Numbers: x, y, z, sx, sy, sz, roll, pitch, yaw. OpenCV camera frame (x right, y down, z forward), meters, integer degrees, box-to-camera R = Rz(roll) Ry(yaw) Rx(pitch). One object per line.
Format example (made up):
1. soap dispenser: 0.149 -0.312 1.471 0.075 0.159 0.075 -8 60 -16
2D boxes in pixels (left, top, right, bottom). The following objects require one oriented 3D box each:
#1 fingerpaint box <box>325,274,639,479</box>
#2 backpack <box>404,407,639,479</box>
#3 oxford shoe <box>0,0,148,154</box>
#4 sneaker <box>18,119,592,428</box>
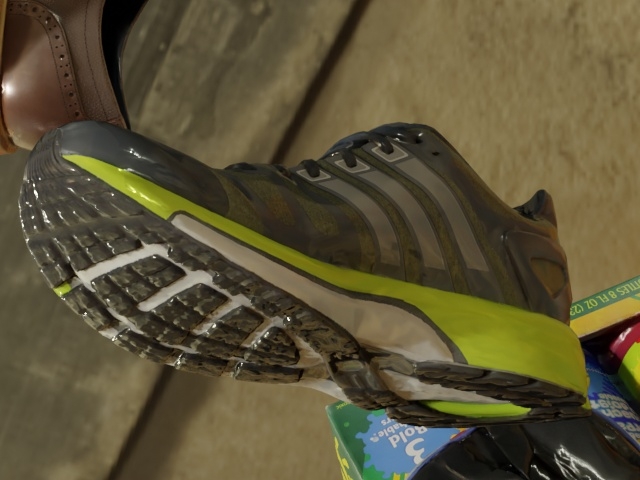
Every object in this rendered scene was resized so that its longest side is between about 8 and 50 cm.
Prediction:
1. fingerpaint box: 0.280 0.242 1.649 0.445 0.371 0.163 -22 132 -8
2. backpack: 0.156 0.247 1.132 0.263 0.276 0.213 57 146 12
3. oxford shoe: -0.164 -0.232 1.179 0.132 0.364 0.130 4 172 8
4. sneaker: 0.000 0.000 0.756 0.300 0.121 0.111 21 150 -37
